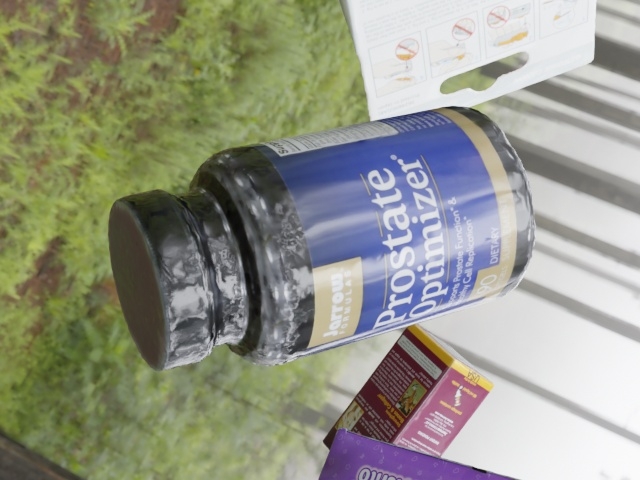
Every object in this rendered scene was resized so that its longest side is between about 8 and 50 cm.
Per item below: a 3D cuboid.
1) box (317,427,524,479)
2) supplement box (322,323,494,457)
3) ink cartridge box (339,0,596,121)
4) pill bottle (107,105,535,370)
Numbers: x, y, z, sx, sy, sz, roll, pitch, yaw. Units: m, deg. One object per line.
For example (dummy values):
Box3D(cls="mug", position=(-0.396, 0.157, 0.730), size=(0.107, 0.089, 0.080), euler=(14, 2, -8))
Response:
Box3D(cls="box", position=(0.153, 0.211, 0.641), size=(0.293, 0.201, 0.057), euler=(41, 64, -44))
Box3D(cls="supplement box", position=(0.102, 0.207, 1.214), size=(0.081, 0.104, 0.188), euler=(33, 95, -34))
Box3D(cls="ink cartridge box", position=(0.160, -0.328, 1.156), size=(0.308, 0.091, 0.385), euler=(-20, 136, -6))
Box3D(cls="pill bottle", position=(0.000, 0.000, 0.575), size=(0.219, 0.123, 0.123), euler=(-14, 136, -25))
